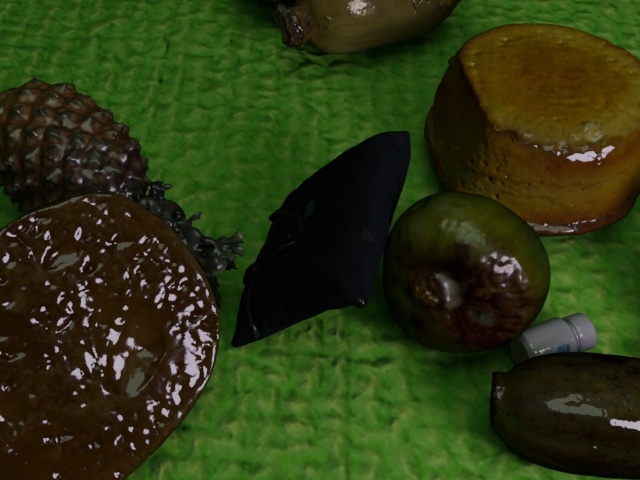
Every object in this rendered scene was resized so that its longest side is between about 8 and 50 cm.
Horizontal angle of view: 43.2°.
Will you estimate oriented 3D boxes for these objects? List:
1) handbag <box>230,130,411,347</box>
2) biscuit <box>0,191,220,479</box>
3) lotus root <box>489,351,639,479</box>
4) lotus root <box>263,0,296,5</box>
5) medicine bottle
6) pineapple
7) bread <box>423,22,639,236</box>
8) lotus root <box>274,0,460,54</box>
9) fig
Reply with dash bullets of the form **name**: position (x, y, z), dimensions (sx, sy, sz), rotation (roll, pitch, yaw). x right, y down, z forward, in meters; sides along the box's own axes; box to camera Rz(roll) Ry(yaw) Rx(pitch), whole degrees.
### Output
- **handbag**: position (0.000, 0.000, 0.929), dimensions (0.089, 0.211, 0.254), rotation (41, 47, -27)
- **biscuit**: position (-0.284, 0.111, 0.791), dimensions (0.367, 0.063, 0.314), rotation (-42, 101, -18)
- **lotus root**: position (0.292, 0.183, 0.831), dimensions (0.241, 0.124, 0.123), rotation (3, 43, -2)
- **lotus root**: position (-0.028, -0.495, 1.281), dimensions (0.183, 0.182, 0.310), rotation (28, 54, 16)
- **medicine bottle**: position (0.265, 0.116, 0.922), dimensions (0.089, 0.052, 0.052), rotation (-17, 56, -15)
- **pineapple**: position (-0.242, -0.052, 0.946), dimensions (0.361, 0.175, 0.175), rotation (34, 59, 22)
- **bread**: position (0.291, -0.147, 1.045), dimensions (0.313, 0.172, 0.312), rotation (0, 52, 0)
- **lotus root**: position (0.071, -0.358, 1.205), dimensions (0.304, 0.146, 0.130), rotation (-16, 67, -19)
- **fig**: position (0.169, 0.033, 0.905), dimensions (0.191, 0.181, 0.181), rotation (-5, 47, -46)
